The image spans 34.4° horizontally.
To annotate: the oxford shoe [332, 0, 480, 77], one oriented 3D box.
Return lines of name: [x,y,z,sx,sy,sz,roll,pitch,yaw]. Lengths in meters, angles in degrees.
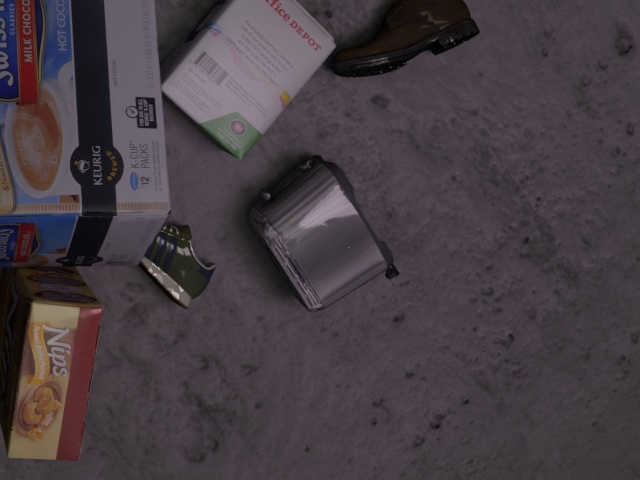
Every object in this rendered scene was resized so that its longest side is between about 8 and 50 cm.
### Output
oxford shoe: [0.111,-0.301,1.502,0.227,0.083,0.096,-24,91,-16]

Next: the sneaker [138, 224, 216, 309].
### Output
sneaker: [-0.222,0.002,1.443,0.086,0.064,0.192,-46,113,-14]

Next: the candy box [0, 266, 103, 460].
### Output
candy box: [-0.348,0.127,1.280,0.087,0.316,0.183,7,98,-22]

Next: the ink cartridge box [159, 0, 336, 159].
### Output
ink cartridge box: [-0.107,-0.242,1.413,0.154,0.093,0.212,41,87,-24]

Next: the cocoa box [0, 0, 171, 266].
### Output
cocoa box: [-0.318,-0.159,1.212,0.227,0.231,0.347,-1,75,-20]

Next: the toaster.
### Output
toaster: [0.000,0.000,1.491,0.146,0.129,0.227,-35,114,-7]
